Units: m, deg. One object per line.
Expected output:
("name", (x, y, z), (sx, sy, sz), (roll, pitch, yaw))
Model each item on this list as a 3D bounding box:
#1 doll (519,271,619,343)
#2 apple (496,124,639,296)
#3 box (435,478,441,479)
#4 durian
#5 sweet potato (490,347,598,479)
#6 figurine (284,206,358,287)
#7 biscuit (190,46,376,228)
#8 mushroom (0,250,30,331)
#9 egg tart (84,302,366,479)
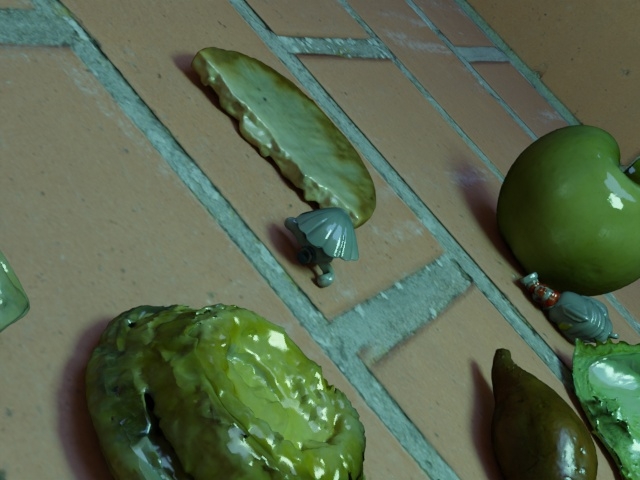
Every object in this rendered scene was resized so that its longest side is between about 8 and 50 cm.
("doll", (0.399, 0.110, 1.580), (0.180, 0.079, 0.094), (36, -1, 11))
("apple", (0.444, -0.047, 1.668), (0.292, 0.254, 0.292), (32, 28, -20))
("box", (0.156, 0.324, 0.911), (0.198, 0.029, 0.109), (47, 24, 2))
("durian", (0.498, 0.278, 1.369), (0.198, 0.163, 0.394), (22, 34, -33))
("sweet potato", (0.254, 0.239, 1.108), (0.112, 0.112, 0.359), (33, 24, -24))
("figurine", (0.000, 0.000, 1.136), (0.094, 0.082, 0.086), (34, 42, -1))
("biscuit", (-0.034, -0.145, 1.329), (0.309, 0.040, 0.204), (47, 25, 2))
("mushroom", (-0.324, -0.070, 0.703), (0.351, 0.095, 0.123), (54, 8, 15))
("egg tart", (-0.056, 0.143, 0.786), (0.279, 0.095, 0.278), (34, 27, -20))
